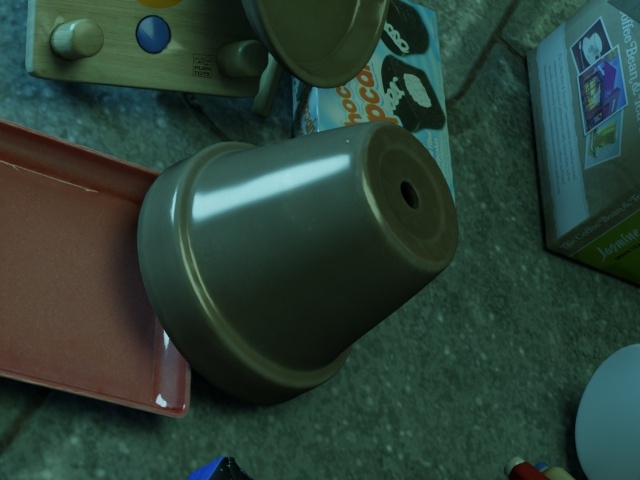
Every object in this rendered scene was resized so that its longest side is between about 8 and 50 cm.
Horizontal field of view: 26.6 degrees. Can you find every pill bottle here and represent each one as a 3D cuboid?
[{"bbox_3d":[0.480,0.242,1.543,0.361,0.204,0.204,18,53,-27],"label":"pill bottle"}]

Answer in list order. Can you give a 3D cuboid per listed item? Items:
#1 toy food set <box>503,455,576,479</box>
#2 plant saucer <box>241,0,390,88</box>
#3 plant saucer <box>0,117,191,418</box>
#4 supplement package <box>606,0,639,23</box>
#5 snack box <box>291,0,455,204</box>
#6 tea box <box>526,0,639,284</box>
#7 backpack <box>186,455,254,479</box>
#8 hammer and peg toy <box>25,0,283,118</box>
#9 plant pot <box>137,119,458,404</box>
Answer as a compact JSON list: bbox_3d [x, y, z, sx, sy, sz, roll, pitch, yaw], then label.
[{"bbox_3d":[0.203,0.292,1.379,0.232,0.111,0.104,-16,42,-32],"label":"toy food set"},{"bbox_3d":[-0.007,-0.296,1.398,0.278,0.041,0.277,-9,100,-57],"label":"plant saucer"},{"bbox_3d":[-0.239,0.027,1.242,0.258,0.048,0.259,18,54,-28],"label":"plant saucer"},{"bbox_3d":[0.449,-0.304,1.634,0.179,0.105,0.105,30,47,-14],"label":"supplement package"},{"bbox_3d":[0.058,-0.160,1.579,0.187,0.060,0.322,16,54,-28],"label":"snack box"},{"bbox_3d":[0.466,-0.125,1.756,0.324,0.220,0.329,21,51,-27],"label":"tea box"},{"bbox_3d":[-0.080,0.263,1.174,0.120,0.101,0.098,45,47,-10],"label":"backpack"},{"bbox_3d":[-0.123,-0.271,1.396,0.361,0.127,0.265,3,91,-32],"label":"hammer and peg toy"},{"bbox_3d":[0.000,0.000,1.276,0.263,0.229,0.263,33,45,-40],"label":"plant pot"}]
